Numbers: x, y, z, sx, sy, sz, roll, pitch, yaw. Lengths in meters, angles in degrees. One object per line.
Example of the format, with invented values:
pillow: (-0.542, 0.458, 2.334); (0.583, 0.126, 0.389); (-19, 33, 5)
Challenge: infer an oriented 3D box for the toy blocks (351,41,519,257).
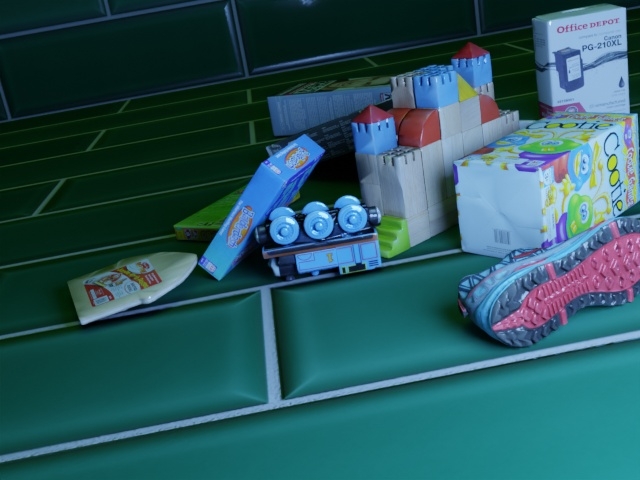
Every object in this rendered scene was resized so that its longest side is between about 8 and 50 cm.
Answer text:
toy blocks: (0.192, -0.164, 1.285); (0.381, 0.261, 0.190); (-24, 24, -34)

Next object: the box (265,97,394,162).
box: (0.069, -0.233, 1.699); (0.242, 0.077, 0.307); (-27, 9, -40)

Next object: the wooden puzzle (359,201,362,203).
wooden puzzle: (0.060, -0.056, 1.428); (0.049, 0.006, 0.083); (-3, 21, 19)

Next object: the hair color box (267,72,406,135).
hair color box: (0.070, -0.360, 2.110); (0.374, 0.114, 0.185); (0, 22, 25)

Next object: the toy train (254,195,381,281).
toy train: (0.000, 0.000, 1.154); (0.184, 0.105, 0.080); (-10, 16, -2)

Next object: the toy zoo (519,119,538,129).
toy zoo: (0.307, -0.205, 1.588); (0.293, 0.030, 0.192); (9, 26, 39)

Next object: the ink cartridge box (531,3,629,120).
ink cartridge box: (0.563, -0.375, 1.727); (0.172, 0.237, 0.100); (-11, 19, -1)

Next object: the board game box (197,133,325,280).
board game box: (-0.090, -0.052, 1.230); (0.047, 0.210, 0.160); (39, 32, 3)

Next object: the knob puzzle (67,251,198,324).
knob puzzle: (-0.275, 0.066, 1.207); (0.213, 0.030, 0.213); (-12, 21, 5)

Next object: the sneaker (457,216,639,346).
sneaker: (0.274, 0.030, 0.944); (0.261, 0.104, 0.125); (-18, 19, -23)

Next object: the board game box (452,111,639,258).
board game box: (0.339, -0.087, 1.175); (0.275, 0.142, 0.144); (-26, 25, -38)

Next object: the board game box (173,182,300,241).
board game box: (-0.145, -0.060, 1.497); (0.124, 0.039, 0.259); (3, 26, 31)
